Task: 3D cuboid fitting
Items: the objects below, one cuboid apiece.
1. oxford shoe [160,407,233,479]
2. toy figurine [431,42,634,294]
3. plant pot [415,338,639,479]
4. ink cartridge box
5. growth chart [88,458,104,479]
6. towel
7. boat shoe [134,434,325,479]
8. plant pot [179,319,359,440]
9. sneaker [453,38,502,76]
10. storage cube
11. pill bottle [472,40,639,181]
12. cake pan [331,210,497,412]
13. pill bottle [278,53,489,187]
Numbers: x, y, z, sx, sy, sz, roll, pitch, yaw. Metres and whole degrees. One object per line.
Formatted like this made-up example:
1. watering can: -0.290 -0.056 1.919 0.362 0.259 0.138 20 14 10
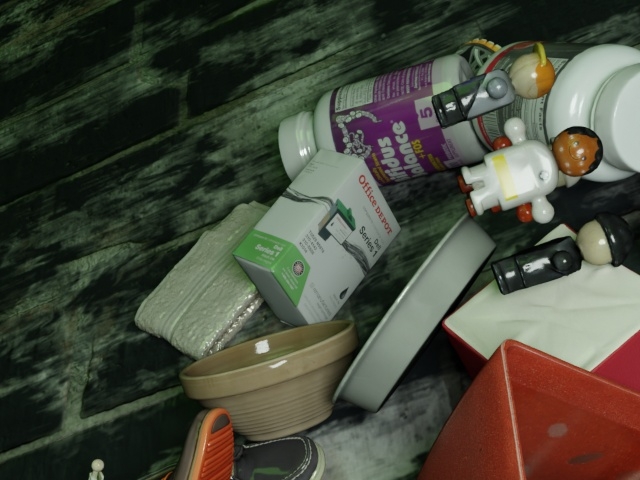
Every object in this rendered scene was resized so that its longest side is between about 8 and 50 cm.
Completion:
1. oxford shoe: -0.178 0.313 1.207 0.098 0.097 0.271 22 102 21
2. toy figurine: 0.221 -0.072 1.062 0.148 0.209 0.213 -20 41 7
3. plant pot: 0.216 0.296 0.937 0.236 0.267 0.267 -51 26 39
4. ink cartridge box: 0.000 0.000 1.469 0.093 0.160 0.219 19 62 42
5. growth chart: -0.271 0.402 1.265 0.237 0.021 0.172 56 133 52
6. towel: -0.148 0.056 1.597 0.187 0.049 0.282 21 63 45
7. boat shoe: -0.134 0.312 1.292 0.285 0.092 0.103 -22 41 13
8. plant pot: -0.054 0.187 1.318 0.237 0.109 0.237 -17 3 1
9. sneaker: 0.276 -0.252 1.611 0.083 0.084 0.215 -46 42 -8
10. storage cube: 0.281 0.136 1.123 0.215 0.193 0.183 -38 40 -7
11. pill bottle: 0.344 -0.172 1.342 0.176 0.176 0.318 -39 22 -8
12. cake pan: 0.120 0.094 1.238 0.054 0.293 0.293 36 70 10
13. pill bottle: 0.095 -0.168 1.572 0.302 0.169 0.169 -14 43 22
